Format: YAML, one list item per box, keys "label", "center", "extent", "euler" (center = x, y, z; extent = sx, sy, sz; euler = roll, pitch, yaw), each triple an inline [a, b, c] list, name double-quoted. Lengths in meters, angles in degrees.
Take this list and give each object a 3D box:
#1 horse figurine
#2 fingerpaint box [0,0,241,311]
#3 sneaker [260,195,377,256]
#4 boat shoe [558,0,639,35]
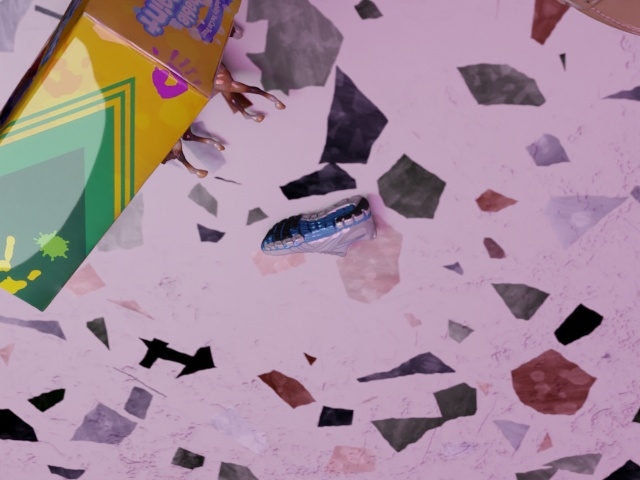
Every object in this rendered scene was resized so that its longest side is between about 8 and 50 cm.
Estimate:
- label: "horse figurine"
  center: [-0.180, -0.200, 1.815]
  extent: [0.263, 0.066, 0.174]
  euler: [-37, 118, 26]
- label: "fingerpaint box"
  center: [-0.255, -0.198, 1.476]
  extent: [0.163, 0.445, 0.371]
  euler: [33, 124, -17]
- label: "sneaker"
  center: [0.000, 0.000, 1.924]
  extent: [0.190, 0.071, 0.083]
  euler: [-15, 126, 19]
- label: "boat shoe"
  center: [0.334, -0.353, 1.599]
  extent: [0.341, 0.110, 0.122]
  euler: [28, 124, -11]
